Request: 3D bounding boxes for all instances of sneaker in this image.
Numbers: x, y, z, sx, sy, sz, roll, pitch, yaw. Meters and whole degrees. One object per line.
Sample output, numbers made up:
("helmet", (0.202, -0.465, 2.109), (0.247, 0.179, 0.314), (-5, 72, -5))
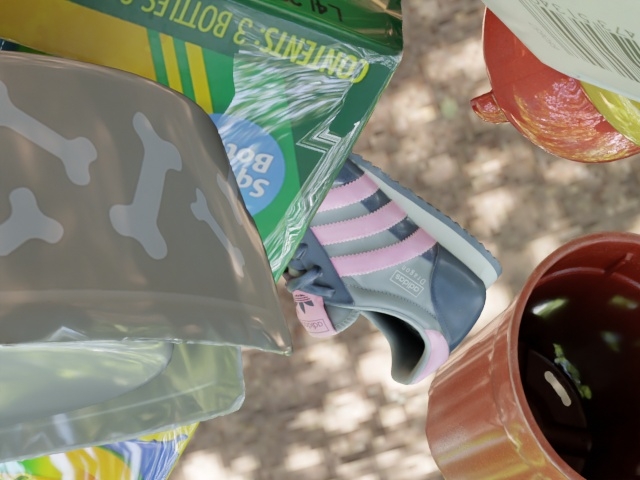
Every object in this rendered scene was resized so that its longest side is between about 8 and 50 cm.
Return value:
("sneaker", (0.000, 0.000, 1.402), (0.319, 0.131, 0.112), (33, 168, -24))

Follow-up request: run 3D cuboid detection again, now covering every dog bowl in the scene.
("dog bowl", (-0.182, 0.025, 0.655), (0.349, 0.102, 0.349), (-8, 169, -2))

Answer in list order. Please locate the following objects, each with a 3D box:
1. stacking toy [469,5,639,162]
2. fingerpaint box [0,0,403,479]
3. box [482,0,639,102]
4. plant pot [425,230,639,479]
("stacking toy", (0.191, -0.170, 0.752), (0.309, 0.279, 0.130), (-9, 177, -25))
("fingerpaint box", (-0.237, -0.062, 0.868), (0.445, 0.163, 0.371), (19, 128, -15))
("box", (0.142, -0.163, 0.447), (0.275, 0.113, 0.094), (-58, 140, -3))
("plant pot", (0.249, 0.160, 1.799), (0.272, 0.272, 0.265), (-4, 164, -24))
